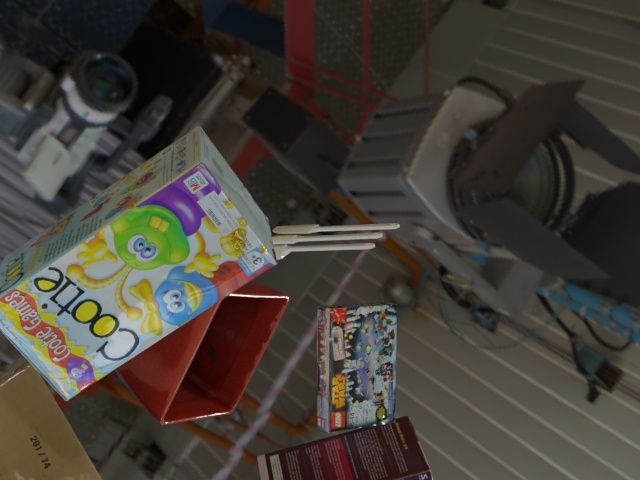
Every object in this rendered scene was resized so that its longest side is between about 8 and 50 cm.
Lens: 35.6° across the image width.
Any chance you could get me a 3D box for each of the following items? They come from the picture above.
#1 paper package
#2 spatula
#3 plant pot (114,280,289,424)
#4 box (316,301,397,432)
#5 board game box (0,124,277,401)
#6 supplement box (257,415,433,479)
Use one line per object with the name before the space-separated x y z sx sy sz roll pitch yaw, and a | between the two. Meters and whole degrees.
paper package | -0.543 0.417 1.680 0.168 0.324 0.309 -28 -176 22
spatula | 0.000 0.000 1.693 0.242 0.168 0.019 -1 -75 24
plant pot | -0.262 0.165 1.903 0.236 0.267 0.267 31 -82 24
box | 0.041 0.138 1.105 0.027 0.094 0.137 5 -84 56
board game box | -0.203 0.022 1.092 0.275 0.142 0.144 -33 -158 7
supplement box | 0.036 0.350 1.464 0.240 0.073 0.130 -15 -151 -2
